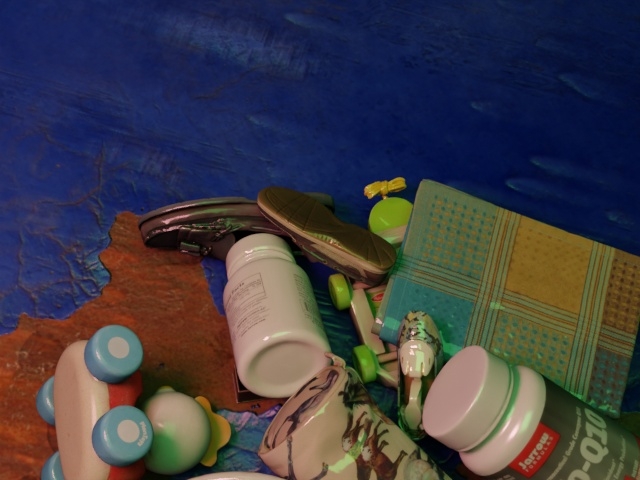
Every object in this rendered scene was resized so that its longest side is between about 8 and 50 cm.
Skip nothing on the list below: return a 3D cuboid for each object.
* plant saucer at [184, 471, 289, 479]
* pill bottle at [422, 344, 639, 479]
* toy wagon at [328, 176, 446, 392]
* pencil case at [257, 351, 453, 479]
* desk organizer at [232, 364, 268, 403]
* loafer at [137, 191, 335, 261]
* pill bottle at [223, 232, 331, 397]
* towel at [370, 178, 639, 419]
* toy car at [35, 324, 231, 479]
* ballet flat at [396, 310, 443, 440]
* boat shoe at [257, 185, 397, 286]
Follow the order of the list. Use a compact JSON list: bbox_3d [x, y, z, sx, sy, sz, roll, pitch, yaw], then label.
[{"bbox_3d":[-0.099,0.487,1.289,0.401,0.100,0.400,-1,76,5],"label":"plant saucer"},{"bbox_3d":[0.289,0.269,1.416,0.283,0.161,0.161,32,64,-15],"label":"pill bottle"},{"bbox_3d":[0.149,0.067,1.600,0.267,0.068,0.344,-14,67,-12],"label":"toy wagon"},{"bbox_3d":[0.106,0.339,1.368,0.410,0.160,0.183,45,67,-2],"label":"pencil case"},{"bbox_3d":[-0.060,0.198,1.528,0.130,0.050,0.047,-7,66,-8],"label":"desk organizer"},{"bbox_3d":[-0.120,-0.010,1.593,0.303,0.109,0.095,-6,70,-11],"label":"loafer"},{"bbox_3d":[-0.069,0.100,1.497,0.131,0.131,0.229,-8,41,-9],"label":"pill bottle"},{"bbox_3d":[0.283,0.083,1.546,0.370,0.040,0.271,20,65,3],"label":"towel"},{"bbox_3d":[-0.235,0.241,1.442,0.238,0.219,0.210,7,60,-35],"label":"toy car"},{"bbox_3d":[0.136,0.193,1.464,0.070,0.070,0.188,-7,107,-8],"label":"ballet flat"},{"bbox_3d":[0.001,0.000,1.536,0.224,0.073,0.080,28,40,9],"label":"boat shoe"}]
